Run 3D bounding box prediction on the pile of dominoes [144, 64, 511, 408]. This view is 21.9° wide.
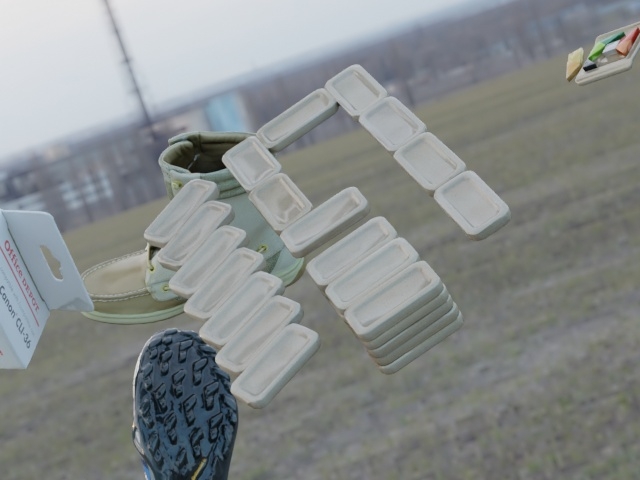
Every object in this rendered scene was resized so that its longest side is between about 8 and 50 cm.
[{"bbox_3d":[0.000,0.000,1.056,0.196,0.040,0.251,-34,36,-3],"label":"pile of dominoes"}]

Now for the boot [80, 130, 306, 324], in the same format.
[{"bbox_3d":[-0.129,-0.013,1.473,0.213,0.165,0.077,-12,44,1],"label":"boot"}]

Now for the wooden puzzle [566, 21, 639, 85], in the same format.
[{"bbox_3d":[0.286,-0.186,1.627,0.116,0.014,0.078,-21,31,37],"label":"wooden puzzle"}]

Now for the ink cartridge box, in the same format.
[{"bbox_3d":[-0.286,0.039,1.270,0.198,0.115,0.067,-2,44,18],"label":"ink cartridge box"}]

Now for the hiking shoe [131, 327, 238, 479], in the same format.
[{"bbox_3d":[-0.144,0.242,1.664,0.113,0.304,0.132,-1,-21,-28],"label":"hiking shoe"}]
